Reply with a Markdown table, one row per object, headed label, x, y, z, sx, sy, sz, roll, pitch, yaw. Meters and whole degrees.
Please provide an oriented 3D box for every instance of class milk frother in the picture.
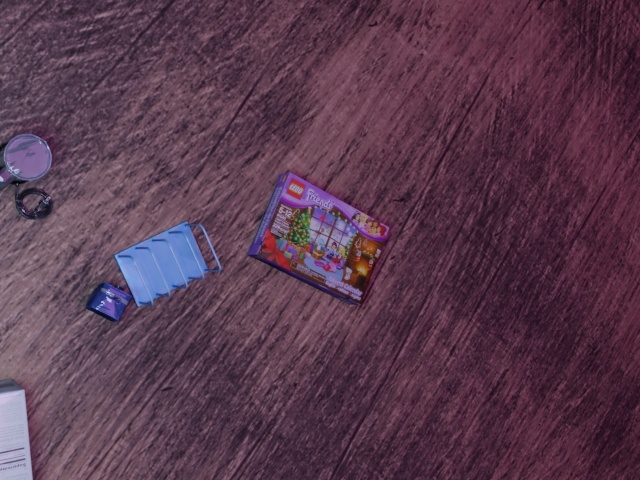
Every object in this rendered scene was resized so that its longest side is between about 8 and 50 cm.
| label | x | y | z | sx | sy | sz | roll | pitch | yaw |
| --- | --- | --- | --- | --- | --- | --- | --- | --- | --- |
| milk frother | -0.540 | -0.115 | 1.582 | 0.143 | 0.135 | 0.129 | 32 | 75 | -26 |

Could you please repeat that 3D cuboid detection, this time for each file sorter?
| label | x | y | z | sx | sy | sz | roll | pitch | yaw |
| --- | --- | --- | --- | --- | --- | --- | --- | --- | --- |
| file sorter | -0.307 | 0.047 | 1.730 | 0.170 | 0.104 | 0.118 | -28 | 102 | -26 |

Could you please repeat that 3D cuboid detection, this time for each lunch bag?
| label | x | y | z | sx | sy | sz | roll | pitch | yaw |
| --- | --- | --- | --- | --- | --- | --- | --- | --- | --- |
| lunch bag | -0.414 | 0.117 | 1.672 | 0.067 | 0.098 | 0.065 | 31 | 72 | -20 |

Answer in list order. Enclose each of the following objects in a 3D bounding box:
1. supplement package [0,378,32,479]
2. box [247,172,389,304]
| label | x | y | z | sx | sy | sz | roll | pitch | yaw |
| --- | --- | --- | --- | --- | --- | --- | --- | --- | --- |
| supplement package | -0.604 | 0.390 | 1.540 | 0.134 | 0.139 | 0.243 | -6 | 94 | -29 |
| box | 0.000 | 0.000 | 1.931 | 0.293 | 0.057 | 0.200 | 27 | 76 | -27 |
